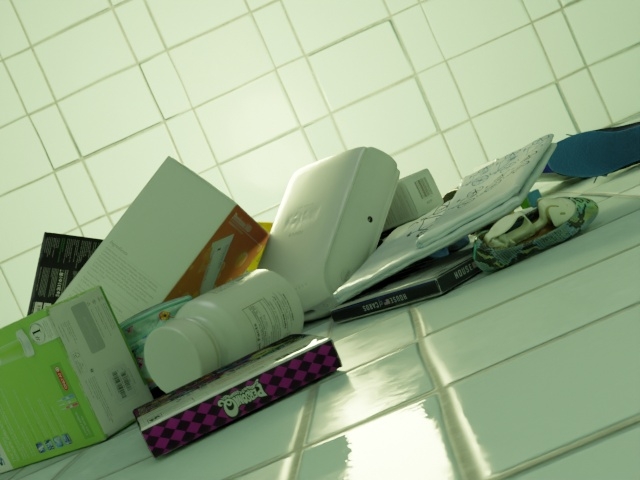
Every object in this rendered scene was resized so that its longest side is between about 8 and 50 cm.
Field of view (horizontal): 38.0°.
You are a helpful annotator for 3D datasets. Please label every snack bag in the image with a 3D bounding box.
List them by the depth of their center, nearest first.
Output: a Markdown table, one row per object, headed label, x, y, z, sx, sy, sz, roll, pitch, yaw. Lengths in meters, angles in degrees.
| label | x | y | z | sx | sy | sz | roll | pitch | yaw |
| --- | --- | --- | --- | --- | --- | --- | --- | --- | --- |
| snack bag | 0.199 | -0.041 | 1.457 | 0.342 | 0.037 | 0.323 | -31 | 7 | 30 |

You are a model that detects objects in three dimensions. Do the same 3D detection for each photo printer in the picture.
| label | x | y | z | sx | sy | sz | roll | pitch | yaw |
| --- | --- | --- | --- | --- | --- | --- | --- | --- | --- |
| photo printer | 0.000 | 0.000 | 1.658 | 0.256 | 0.107 | 0.307 | -14 | 51 | 54 |

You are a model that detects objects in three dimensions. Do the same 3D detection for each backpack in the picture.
| label | x | y | z | sx | sy | sz | roll | pitch | yaw |
| --- | --- | --- | --- | --- | --- | --- | --- | --- | --- |
| backpack | -0.231 | 0.167 | 1.460 | 0.188 | 0.144 | 0.166 | -18 | 0 | 40 |

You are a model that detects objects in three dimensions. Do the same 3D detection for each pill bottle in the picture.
| label | x | y | z | sx | sy | sz | roll | pitch | yaw |
| --- | --- | --- | --- | --- | --- | --- | --- | --- | --- |
| pill bottle | -0.136 | 0.133 | 1.319 | 0.131 | 0.131 | 0.229 | -23 | 2 | 36 |

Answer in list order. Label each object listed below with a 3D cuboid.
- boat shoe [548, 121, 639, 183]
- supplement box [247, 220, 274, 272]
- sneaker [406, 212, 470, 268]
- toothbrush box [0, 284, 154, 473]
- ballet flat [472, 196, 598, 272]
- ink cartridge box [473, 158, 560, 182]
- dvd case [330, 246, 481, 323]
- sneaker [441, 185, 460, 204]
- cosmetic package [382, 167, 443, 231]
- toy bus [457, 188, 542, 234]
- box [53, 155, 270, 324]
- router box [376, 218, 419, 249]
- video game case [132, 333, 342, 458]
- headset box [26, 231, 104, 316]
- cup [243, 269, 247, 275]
| label | x | y | z | sx | sy | sz | roll | pitch | yaw |
| --- | --- | --- | --- | --- | --- | --- | --- | --- | --- |
| boat shoe | 0.573 | -0.170 | 1.802 | 0.258 | 0.109 | 0.089 | -6 | 0 | 18 |
| supplement box | -0.278 | 0.054 | 2.403 | 0.357 | 0.195 | 0.194 | 3 | -10 | -24 |
| sneaker | 0.194 | -0.003 | 1.675 | 0.083 | 0.087 | 0.221 | -24 | 2 | 28 |
| toothbrush box | -0.417 | 0.215 | 1.409 | 0.283 | 0.206 | 0.122 | -24 | 2 | 33 |
| ballet flat | 0.290 | -0.021 | 1.254 | 0.188 | 0.070 | 0.070 | -29 | 3 | -6 |
| ink cartridge box | 0.473 | -0.157 | 2.038 | 0.223 | 0.045 | 0.224 | -3 | -1 | -10 |
| dvd case | 0.149 | 0.060 | 1.389 | 0.179 | 0.029 | 0.239 | -25 | 3 | -39 |
| sneaker | 0.360 | -0.098 | 2.193 | 0.145 | 0.090 | 0.270 | -28 | 1 | -25 |
| cosmetic package | 0.110 | -0.056 | 1.821 | 0.231 | 0.085 | 0.117 | -24 | 2 | 36 |
| toy bus | 0.327 | -0.080 | 1.900 | 0.191 | 0.104 | 0.202 | -25 | 3 | -40 |
| box | -0.279 | 0.057 | 1.673 | 0.345 | 0.168 | 0.215 | -54 | -20 | -4 |
| router box | 0.091 | 0.039 | 1.866 | 0.243 | 0.081 | 0.309 | -23 | 2 | 28 |
| video game case | -0.106 | 0.177 | 1.106 | 0.232 | 0.041 | 0.210 | -24 | 2 | -15 |
| headset box | -0.526 | 0.169 | 1.910 | 0.131 | 0.246 | 0.283 | 8 | -42 | -12 |
| cup | -0.293 | 0.118 | 2.085 | 0.331 | 0.237 | 0.331 | -24 | 3 | 1 |
